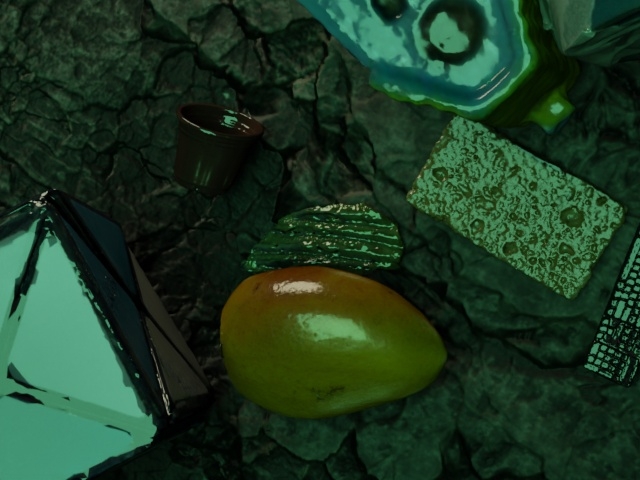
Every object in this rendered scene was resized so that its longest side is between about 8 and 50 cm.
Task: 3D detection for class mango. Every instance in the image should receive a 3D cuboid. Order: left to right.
[{"bbox_3d":[0.017,0.116,1.334,0.257,0.138,0.187,-9,100,27],"label":"mango"}]

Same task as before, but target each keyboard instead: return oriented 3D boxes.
[{"bbox_3d":[0.350,0.063,1.271,0.060,0.018,0.195,23,99,21],"label":"keyboard"}]

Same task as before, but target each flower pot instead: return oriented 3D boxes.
[{"bbox_3d":[-0.132,-0.107,1.409,0.111,0.111,0.089,24,113,19],"label":"flower pot"}]

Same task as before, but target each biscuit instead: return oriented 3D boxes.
[{"bbox_3d":[0.221,-0.041,1.311,0.231,0.025,0.131,34,103,16],"label":"biscuit"}]

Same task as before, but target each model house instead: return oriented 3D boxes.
[{"bbox_3d":[0.146,-0.237,1.225,0.303,0.237,0.215,47,109,13],"label":"model house"}]

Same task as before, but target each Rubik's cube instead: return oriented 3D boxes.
[{"bbox_3d":[-0.329,0.148,1.339,0.310,0.305,0.306,-28,82,0],"label":"Rubik's cube"}]

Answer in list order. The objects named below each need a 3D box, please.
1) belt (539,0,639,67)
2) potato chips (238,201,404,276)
[{"bbox_3d":[0.417,-0.283,1.074,0.437,0.300,0.173,-9,84,0],"label":"belt"},{"bbox_3d":[0.000,0.000,1.396,0.208,0.028,0.091,0,90,19],"label":"potato chips"}]
